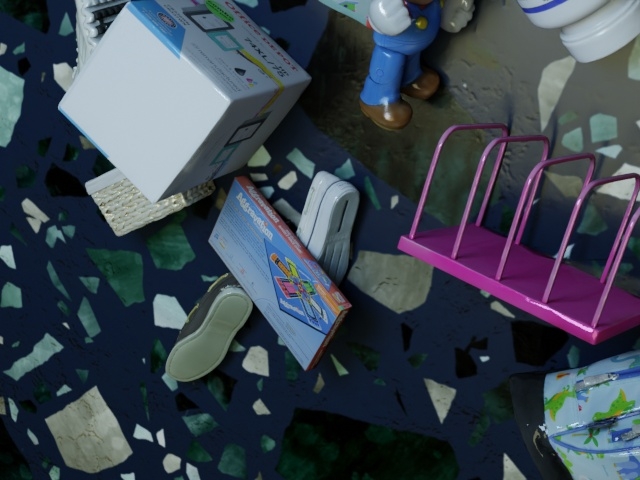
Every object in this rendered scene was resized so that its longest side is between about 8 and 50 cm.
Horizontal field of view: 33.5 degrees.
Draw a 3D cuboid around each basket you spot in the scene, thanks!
[{"bbox_3d":[-0.265,-0.087,1.681,0.167,0.113,0.103,-22,98,29],"label":"basket"}]

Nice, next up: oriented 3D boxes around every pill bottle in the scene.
[{"bbox_3d":[0.290,-0.358,1.300,0.152,0.152,0.272,-29,113,29],"label":"pill bottle"}]

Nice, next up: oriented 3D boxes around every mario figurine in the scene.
[{"bbox_3d":[0.132,-0.287,1.354,0.170,0.198,0.320,-3,138,-3],"label":"mario figurine"}]

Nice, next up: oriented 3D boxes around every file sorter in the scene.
[{"bbox_3d":[0.291,-0.025,1.364,0.291,0.202,0.182,27,112,31],"label":"file sorter"}]

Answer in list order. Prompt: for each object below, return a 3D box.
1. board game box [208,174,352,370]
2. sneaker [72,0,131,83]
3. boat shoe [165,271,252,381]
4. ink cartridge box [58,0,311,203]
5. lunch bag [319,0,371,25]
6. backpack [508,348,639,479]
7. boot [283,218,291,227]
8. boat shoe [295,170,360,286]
[{"bbox_3d":[-0.068,0.047,1.611,0.281,0.027,0.145,51,135,26],"label":"board game box"},{"bbox_3d":[-0.347,-0.284,1.669,0.118,0.110,0.292,-1,105,34],"label":"sneaker"},{"bbox_3d":[-0.181,0.143,1.741,0.081,0.068,0.228,26,123,-24],"label":"boat shoe"},{"bbox_3d":[-0.185,-0.211,1.518,0.198,0.270,0.197,44,117,6],"label":"ink cartridge box"},{"bbox_3d":[0.036,-0.439,1.417,0.262,0.160,0.223,37,114,-6],"label":"lunch bag"},{"bbox_3d":[0.466,0.267,1.390,0.355,0.273,0.290,-24,115,15],"label":"backpack"},{"bbox_3d":[-0.061,0.032,1.667,0.106,0.037,0.114,-27,90,42],"label":"boot"},{"bbox_3d":[0.000,0.000,1.618,0.076,0.083,0.226,43,123,39],"label":"boat shoe"}]
